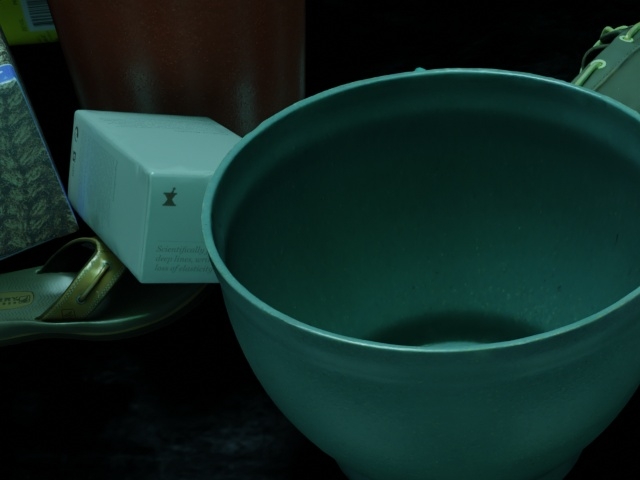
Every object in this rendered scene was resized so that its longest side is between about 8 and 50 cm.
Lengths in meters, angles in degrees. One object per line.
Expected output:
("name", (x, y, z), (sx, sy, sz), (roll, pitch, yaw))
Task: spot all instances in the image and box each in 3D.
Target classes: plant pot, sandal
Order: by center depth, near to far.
("plant pot", (0.083, 0.049, 0.999), (0.293, 0.196, 0.293), (-4, 36, 3))
("sandal", (-0.181, 0.028, 1.180), (0.219, 0.060, 0.090), (-5, 36, 1))
("plant pot", (-0.122, -0.224, 1.346), (0.272, 0.265, 0.272), (-4, 37, 3))

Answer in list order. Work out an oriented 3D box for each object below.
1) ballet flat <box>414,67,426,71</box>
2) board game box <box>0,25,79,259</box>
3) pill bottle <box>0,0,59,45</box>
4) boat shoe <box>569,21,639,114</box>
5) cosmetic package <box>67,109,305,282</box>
("ballet flat", (0.149, -0.014, 1.149), (0.280, 0.095, 0.096), (35, 88, 12))
("board game box", (-0.348, -0.090, 1.263), (0.232, 0.141, 0.291), (-22, 35, -8))
("pill bottle", (-0.363, -0.274, 1.514), (0.334, 0.188, 0.188), (-5, 36, 1))
("boat shoe", (0.251, -0.129, 1.266), (0.091, 0.109, 0.305), (27, 37, 10))
("cosmetic package", (-0.105, -0.035, 1.165), (0.117, 0.085, 0.231), (1, 16, -21))
